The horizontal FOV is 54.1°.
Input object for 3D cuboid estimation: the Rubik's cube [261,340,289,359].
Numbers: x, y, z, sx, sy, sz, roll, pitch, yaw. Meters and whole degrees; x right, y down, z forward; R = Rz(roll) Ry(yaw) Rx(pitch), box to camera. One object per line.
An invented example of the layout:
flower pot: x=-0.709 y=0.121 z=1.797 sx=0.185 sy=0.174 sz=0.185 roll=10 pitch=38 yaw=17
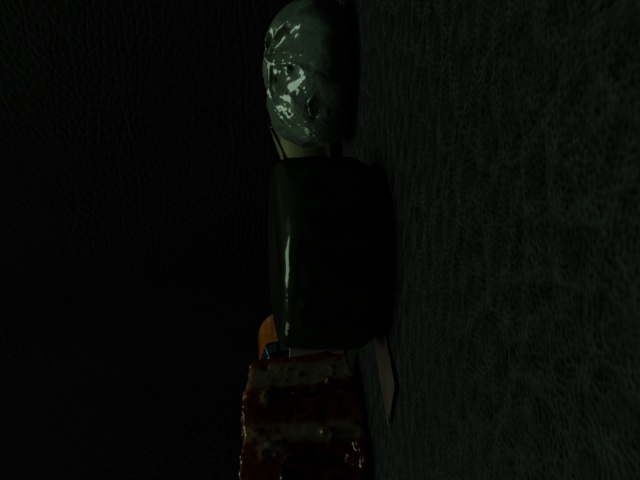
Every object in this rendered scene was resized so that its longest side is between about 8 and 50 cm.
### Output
Rubik's cube: x=-0.075 y=0.413 z=1.919 sx=0.184 sy=0.187 sz=0.182 roll=109 pitch=150 yaw=-58

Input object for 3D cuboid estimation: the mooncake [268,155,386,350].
mooncake: x=0.009 y=0.024 z=1.138 sx=0.356 sy=0.194 sz=0.356 roll=177 pitch=90 yaw=-80

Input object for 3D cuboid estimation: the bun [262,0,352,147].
bun: x=-0.034 y=-0.380 z=1.420 sx=0.354 sy=0.194 sz=0.354 roll=177 pitch=90 yaw=-84

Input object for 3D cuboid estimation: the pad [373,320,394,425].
pad: x=0.111 y=0.212 z=1.092 sx=0.187 sy=0.006 sz=0.113 roll=-96 pitch=6 yaw=-50

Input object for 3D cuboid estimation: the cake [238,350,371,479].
cake: x=-0.045 y=0.435 z=1.397 sx=0.270 sy=0.269 sz=0.319 roll=94 pitch=171 yaw=-47

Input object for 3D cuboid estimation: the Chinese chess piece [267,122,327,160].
Chinese chess piece: x=-0.048 y=-0.216 z=1.684 sx=0.270 sy=0.112 sz=0.270 roll=159 pitch=90 yaw=-88

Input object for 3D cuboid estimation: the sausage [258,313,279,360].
sausage: x=-0.105 y=0.409 z=2.227 sx=0.287 sy=0.233 sz=0.233 roll=-100 pitch=10 yaw=-61

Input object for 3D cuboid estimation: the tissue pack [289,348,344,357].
tissue pack: x=-0.009 y=0.253 z=1.623 sx=0.246 sy=0.148 sz=0.092 roll=96 pitch=170 yaw=-66
